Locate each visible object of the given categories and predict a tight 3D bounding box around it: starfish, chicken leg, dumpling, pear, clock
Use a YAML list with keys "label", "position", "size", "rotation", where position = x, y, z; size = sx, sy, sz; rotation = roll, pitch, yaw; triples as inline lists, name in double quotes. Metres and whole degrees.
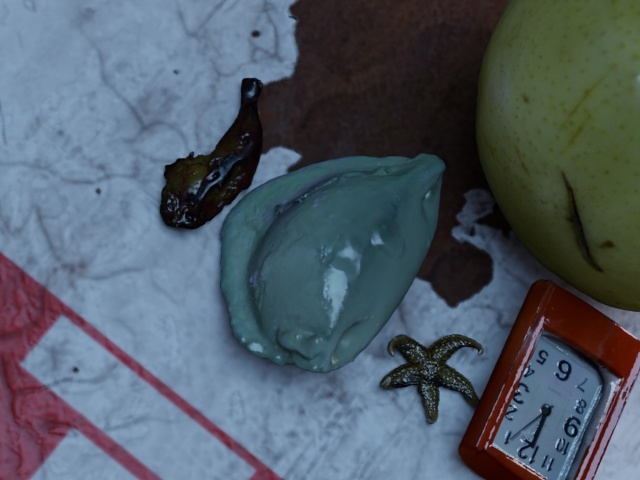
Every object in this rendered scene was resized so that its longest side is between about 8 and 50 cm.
- label: "starfish"
  position: [0.091, 0.104, 1.467]
  size: [0.091, 0.028, 0.078]
  rotation: [33, 74, -6]
- label: "chicken leg"
  position: [-0.078, -0.066, 1.474]
  size: [0.062, 0.037, 0.145]
  rotation: [36, 69, 12]
- label: "dumpling"
  position: [0.006, 0.000, 1.434]
  size: [0.149, 0.105, 0.217]
  rotation: [39, 68, -1]
- label: "pear"
  position: [0.262, -0.093, 1.441]
  size: [0.309, 0.309, 0.309]
  rotation: [4, 72, -14]
- label: "clock"
  position: [0.177, 0.125, 1.462]
  size: [0.113, 0.061, 0.155]
  rotation: [34, 71, -23]
